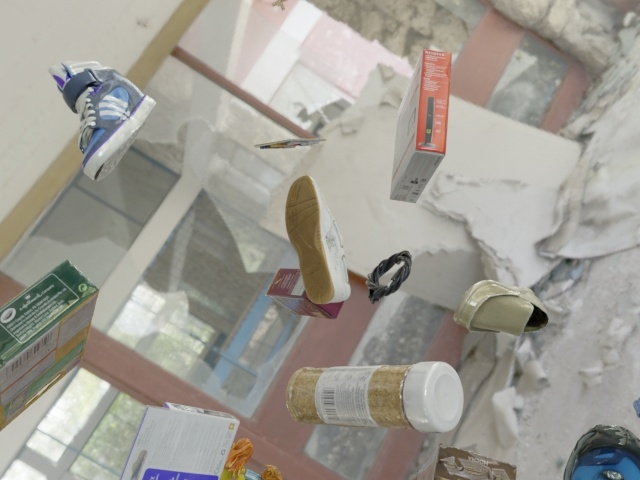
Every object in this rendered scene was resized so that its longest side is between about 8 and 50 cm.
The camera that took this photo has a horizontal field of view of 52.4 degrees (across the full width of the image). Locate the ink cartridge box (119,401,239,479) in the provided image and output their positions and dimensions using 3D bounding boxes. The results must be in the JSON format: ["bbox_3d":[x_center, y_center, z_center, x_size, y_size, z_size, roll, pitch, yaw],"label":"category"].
[{"bbox_3d":[-0.259,0.390,1.126,0.045,0.208,0.207,12,80,45],"label":"ink cartridge box"}]

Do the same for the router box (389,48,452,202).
[{"bbox_3d":[0.273,-0.305,1.802,0.335,0.082,0.301,105,172,-72],"label":"router box"}]

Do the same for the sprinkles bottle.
[{"bbox_3d":[0.091,0.295,1.235,0.355,0.121,0.121,-12,39,44],"label":"sprinkles bottle"}]

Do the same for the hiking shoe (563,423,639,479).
[{"bbox_3d":[0.361,0.389,0.822,0.132,0.113,0.304,-32,-52,-72],"label":"hiking shoe"}]

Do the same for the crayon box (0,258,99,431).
[{"bbox_3d":[-0.501,0.189,1.125,0.203,0.083,0.323,-46,-6,-39],"label":"crayon box"}]

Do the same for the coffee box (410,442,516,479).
[{"bbox_3d":[0.285,0.559,1.390,0.297,0.168,0.119,101,-174,-52],"label":"coffee box"}]

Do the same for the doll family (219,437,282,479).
[{"bbox_3d":[-0.171,0.504,1.350,0.163,0.263,0.118,-37,15,-9],"label":"doll family"}]

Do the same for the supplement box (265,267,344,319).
[{"bbox_3d":[-0.035,0.124,1.552,0.188,0.104,0.081,-3,56,57],"label":"supplement box"}]

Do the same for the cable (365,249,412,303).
[{"bbox_3d":[0.179,0.081,1.697,0.150,0.047,0.184,-46,12,24],"label":"cable"}]

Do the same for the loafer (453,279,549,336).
[{"bbox_3d":[0.379,0.143,1.328,0.092,0.268,0.102,39,119,43],"label":"loafer"}]

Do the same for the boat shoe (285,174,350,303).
[{"bbox_3d":[0.000,0.000,1.358,0.098,0.096,0.277,-24,69,38],"label":"boat shoe"}]

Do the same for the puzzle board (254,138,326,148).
[{"bbox_3d":[-0.062,-0.201,1.354,0.128,0.096,0.011,-14,-81,-55],"label":"puzzle board"}]

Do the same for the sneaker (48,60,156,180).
[{"bbox_3d":[-0.536,-0.293,1.483,0.130,0.236,0.323,-47,17,38],"label":"sneaker"}]

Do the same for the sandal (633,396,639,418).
[{"bbox_3d":[0.697,0.260,1.310,0.138,0.126,0.318,-170,85,-77],"label":"sandal"}]

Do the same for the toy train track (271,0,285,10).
[{"bbox_3d":[-0.096,-0.675,1.817,0.083,0.048,0.014,-26,10,-3],"label":"toy train track"}]
